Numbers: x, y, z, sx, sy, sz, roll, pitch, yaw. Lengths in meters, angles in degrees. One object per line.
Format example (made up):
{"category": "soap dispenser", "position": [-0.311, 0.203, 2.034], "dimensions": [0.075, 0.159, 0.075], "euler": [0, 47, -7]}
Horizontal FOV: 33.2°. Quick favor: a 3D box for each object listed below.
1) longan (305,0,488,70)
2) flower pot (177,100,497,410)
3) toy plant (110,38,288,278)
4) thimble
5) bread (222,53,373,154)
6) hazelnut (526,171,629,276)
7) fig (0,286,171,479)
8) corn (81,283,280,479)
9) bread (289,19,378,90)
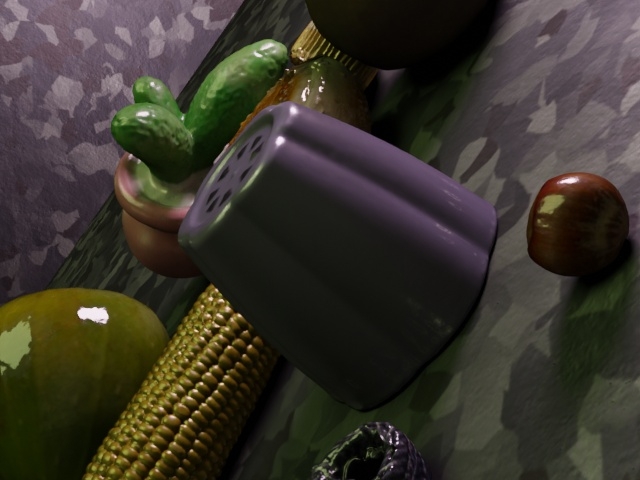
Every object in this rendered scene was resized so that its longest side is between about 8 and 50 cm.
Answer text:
{"category": "longan", "position": [0.103, -0.378, 1.455], "dimensions": [0.297, 0.297, 0.297], "euler": [-46, 20, 23]}
{"category": "flower pot", "position": [0.000, 0.000, 1.083], "dimensions": [0.265, 0.243, 0.265], "euler": [-49, 17, 21]}
{"category": "toy plant", "position": [-0.197, -0.124, 1.678], "dimensions": [0.317, 0.210, 0.356], "euler": [-31, -38, -32]}
{"category": "thimble", "position": [0.046, 0.201, 0.877], "dimensions": [0.095, 0.066, 0.104], "euler": [-47, 20, -12]}
{"category": "bread", "position": [-0.035, -0.111, 1.483], "dimensions": [0.305, 0.159, 0.305], "euler": [-52, 15, 20]}
{"category": "hazelnut", "position": [0.207, -0.013, 0.864], "dimensions": [0.086, 0.086, 0.086], "euler": [-46, 20, 23]}
{"category": "fig", "position": [-0.344, 0.230, 1.480], "dimensions": [0.316, 0.316, 0.316], "euler": [-46, 20, 23]}
{"category": "corn", "position": [-0.154, 0.206, 1.264], "dimensions": [0.387, 0.144, 0.144], "euler": [-56, 18, -22]}
{"category": "bread", "position": [0.026, -0.285, 1.658], "dimensions": [0.114, 0.132, 0.190], "euler": [-56, 7, 0]}
